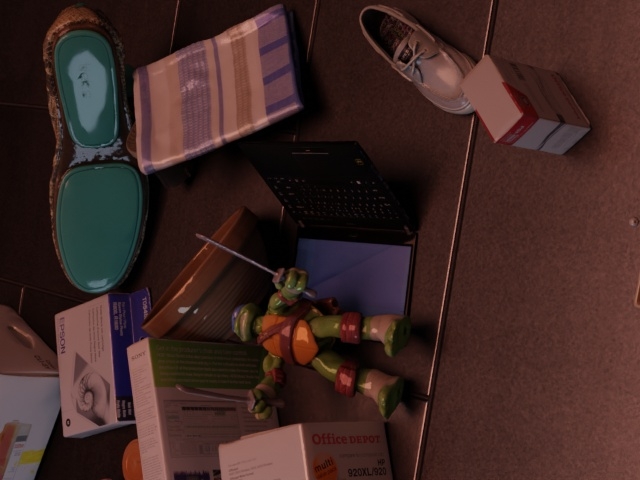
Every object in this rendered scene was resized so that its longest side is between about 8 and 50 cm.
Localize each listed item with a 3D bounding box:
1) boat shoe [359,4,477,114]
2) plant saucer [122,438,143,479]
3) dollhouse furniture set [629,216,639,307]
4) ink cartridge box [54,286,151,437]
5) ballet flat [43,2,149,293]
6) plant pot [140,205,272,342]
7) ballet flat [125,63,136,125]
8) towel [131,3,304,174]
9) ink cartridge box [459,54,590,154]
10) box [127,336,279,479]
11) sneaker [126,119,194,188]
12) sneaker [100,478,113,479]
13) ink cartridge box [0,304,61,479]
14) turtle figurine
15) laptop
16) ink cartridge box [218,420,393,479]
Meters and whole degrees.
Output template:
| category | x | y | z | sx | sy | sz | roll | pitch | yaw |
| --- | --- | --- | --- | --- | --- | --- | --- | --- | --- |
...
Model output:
| category | x | y | z | sx | sy | sz | roll | pitch | yaw |
| --- | --- | --- | --- | --- | --- | --- | --- | --- | --- |
| boat shoe | 0.127 | -0.244 | 1.723 | 0.227 | 0.081 | 0.079 | 48 | 117 | 38 |
| plant saucer | -0.298 | 0.366 | 2.106 | 0.083 | 0.013 | 0.083 | -7 | 80 | 43 |
| dollhouse furniture set | 0.379 | 0.023 | 1.437 | 0.091 | 0.081 | 0.114 | 12 | 93 | 45 |
| ink cartridge box | -0.363 | 0.207 | 2.169 | 0.224 | 0.045 | 0.223 | -21 | 70 | 41 |
| ballet flat | -0.368 | -0.158 | 2.122 | 0.182 | 0.164 | 0.483 | -107 | 15 | -64 |
| plant pot | -0.148 | 0.071 | 1.899 | 0.109 | 0.237 | 0.237 | 40 | 121 | -8 |
| ballet flat | -0.308 | -0.220 | 2.167 | 0.070 | 0.070 | 0.188 | -54 | 48 | 25 |
| towel | -0.161 | -0.229 | 1.948 | 0.285 | 0.034 | 0.209 | -20 | 56 | 20 |
| ink cartridge box | 0.247 | -0.162 | 1.556 | 0.056 | 0.135 | 0.099 | -47 | 54 | 33 |
| box | -0.149 | 0.301 | 1.814 | 0.058 | 0.232 | 0.322 | -23 | 68 | 39 |
| sneaker | -0.223 | -0.198 | 2.072 | 0.083 | 0.118 | 0.222 | 21 | 70 | 31 |
| sneaker | -0.306 | 0.418 | 2.080 | 0.134 | 0.051 | 0.070 | 45 | 117 | 32 |
| ink cartridge box | -0.637 | 0.338 | 2.340 | 0.279 | 0.160 | 0.385 | 35 | 108 | 42 |
| turtle figurine | -0.033 | 0.145 | 1.704 | 0.266 | 0.275 | 0.198 | 12 | 74 | 22 |
| laptop | 0.000 | 0.000 | 1.775 | 0.234 | 0.264 | 0.136 | 4 | 51 | 44 |
| ink cartridge box | -0.010 | 0.367 | 1.710 | 0.168 | 0.171 | 0.233 | -22 | 70 | 40 |
